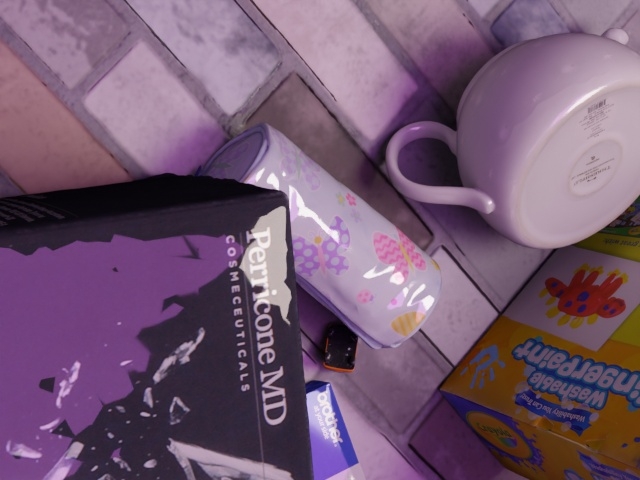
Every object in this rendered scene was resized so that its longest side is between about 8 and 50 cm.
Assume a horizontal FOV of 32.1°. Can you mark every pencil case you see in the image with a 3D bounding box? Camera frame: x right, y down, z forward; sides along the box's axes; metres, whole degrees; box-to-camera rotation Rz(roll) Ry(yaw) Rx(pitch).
[{"bbox_3d":[0.000,0.000,1.129,0.273,0.113,0.124,36,51,-27],"label":"pencil case"}]

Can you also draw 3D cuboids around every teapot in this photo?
[{"bbox_3d":[0.235,-0.125,1.208,0.256,0.187,0.253,13,117,-44],"label":"teapot"}]

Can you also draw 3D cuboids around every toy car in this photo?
[{"bbox_3d":[-0.016,0.126,1.192,0.122,0.060,0.041,-5,143,-10],"label":"toy car"}]

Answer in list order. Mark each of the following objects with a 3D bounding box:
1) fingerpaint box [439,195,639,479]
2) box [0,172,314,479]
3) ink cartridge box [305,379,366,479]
[{"bbox_3d":[0.400,0.120,1.164,0.371,0.444,0.163,-47,114,-16],"label":"fingerpaint box"},{"bbox_3d":[-0.272,0.212,0.919,0.471,0.297,0.480,-10,100,-28],"label":"box"},{"bbox_3d":[-0.004,0.262,1.180,0.097,0.046,0.207,-21,95,-23],"label":"ink cartridge box"}]
